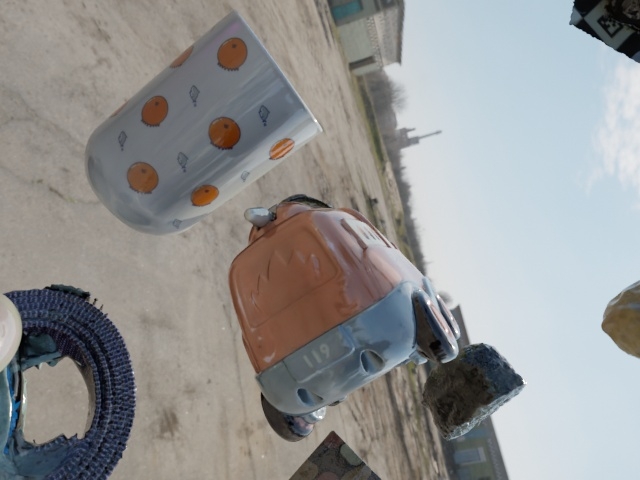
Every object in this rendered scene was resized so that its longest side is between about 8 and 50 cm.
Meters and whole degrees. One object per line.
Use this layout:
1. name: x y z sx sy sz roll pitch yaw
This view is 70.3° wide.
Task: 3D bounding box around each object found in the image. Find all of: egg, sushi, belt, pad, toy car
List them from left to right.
1. egg: -0.386 0.106 0.493 0.135 0.103 0.103 44 -23 58
2. belt: -0.408 0.230 0.651 0.260 0.122 0.324 -4 73 -36
3. pad: 0.000 0.521 0.897 0.158 0.235 0.003 40 -17 23
4. toy car: 0.016 0.059 0.488 0.212 0.181 0.270 60 14 14
5. sushi: 0.280 0.288 0.881 0.127 0.124 0.225 59 -33 31
6. sushi: 0.478 -0.339 0.581 0.059 0.292 0.293 143 -33 -71

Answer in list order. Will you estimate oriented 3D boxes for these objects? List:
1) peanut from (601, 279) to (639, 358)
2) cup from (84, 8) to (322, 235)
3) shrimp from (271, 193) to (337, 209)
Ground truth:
1. peanut: 0.455 0.084 0.467 0.136 0.299 0.120 75 18 -52
2. cup: -0.186 -0.159 0.696 0.212 0.317 0.212 53 6 -9
3. shrimp: -0.001 0.000 0.831 0.058 0.253 0.173 -21 -106 56
